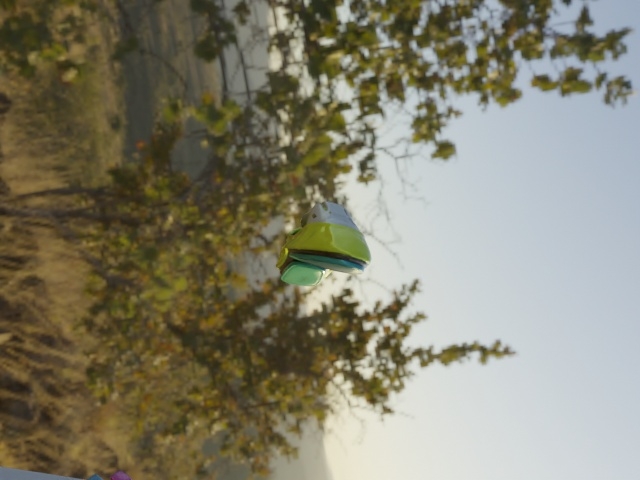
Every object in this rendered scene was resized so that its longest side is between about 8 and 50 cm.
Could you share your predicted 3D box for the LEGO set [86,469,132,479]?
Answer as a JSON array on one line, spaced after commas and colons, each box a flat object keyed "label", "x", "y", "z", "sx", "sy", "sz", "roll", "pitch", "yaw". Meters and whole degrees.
[{"label": "LEGO set", "x": -0.223, "y": 0.326, "z": 0.956, "sx": 0.087, "sy": 0.093, "sz": 0.227, "roll": 21, "pitch": -48, "yaw": 40}]

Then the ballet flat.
[{"label": "ballet flat", "x": 0.000, "y": 0.000, "z": 1.012, "sx": 0.231, "sy": 0.077, "sz": 0.077, "roll": 153, "pitch": -49, "yaw": -74}]

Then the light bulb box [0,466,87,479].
[{"label": "light bulb box", "x": -0.330, "y": 0.525, "z": 1.378, "sx": 0.361, "sy": 0.358, "sz": 0.225, "roll": 102, "pitch": -4, "yaw": -47}]
